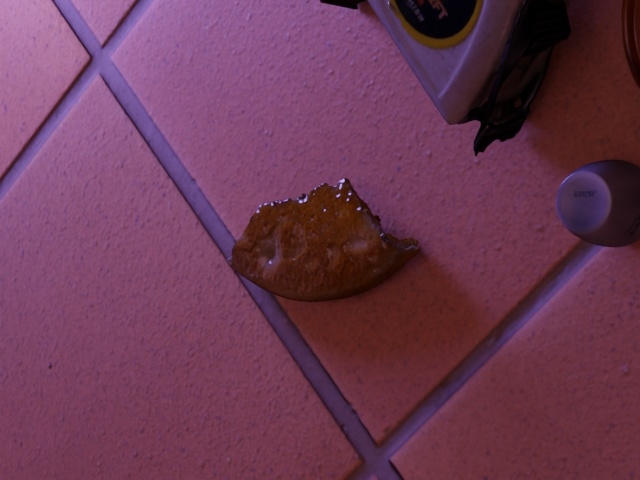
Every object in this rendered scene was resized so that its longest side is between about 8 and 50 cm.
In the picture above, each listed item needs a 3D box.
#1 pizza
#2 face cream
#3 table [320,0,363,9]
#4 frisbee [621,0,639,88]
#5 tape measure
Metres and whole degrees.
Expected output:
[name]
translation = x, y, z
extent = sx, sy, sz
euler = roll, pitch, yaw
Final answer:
[pizza]
translation = -0.002, 0.006, 1.945
extent = 0.271, 0.056, 0.134
euler = -17, 81, 37
[face cream]
translation = 0.291, -0.038, 1.699
extent = 0.091, 0.095, 0.091
euler = 0, 91, 37
[table]
translation = 0.046, -0.319, 1.902
extent = 0.082, 0.070, 0.083
euler = -15, 80, 36
[frisbee]
translation = 0.367, -0.217, 1.653
extent = 0.192, 0.035, 0.192
euler = 23, 116, 60
[tape measure]
translation = 0.178, -0.265, 1.748
extent = 0.231, 0.133, 0.271
euler = -46, 66, 48
